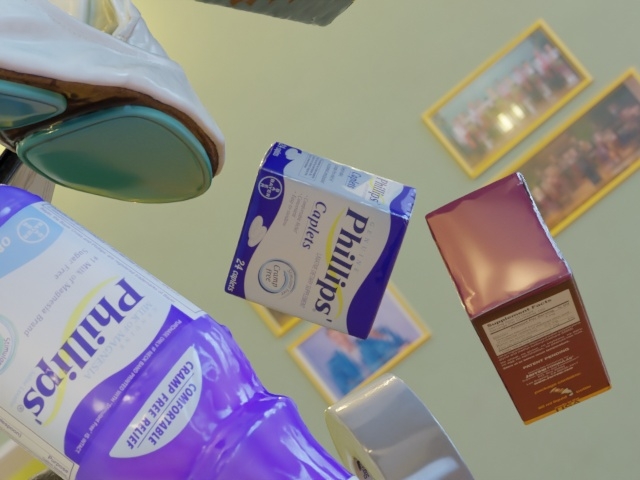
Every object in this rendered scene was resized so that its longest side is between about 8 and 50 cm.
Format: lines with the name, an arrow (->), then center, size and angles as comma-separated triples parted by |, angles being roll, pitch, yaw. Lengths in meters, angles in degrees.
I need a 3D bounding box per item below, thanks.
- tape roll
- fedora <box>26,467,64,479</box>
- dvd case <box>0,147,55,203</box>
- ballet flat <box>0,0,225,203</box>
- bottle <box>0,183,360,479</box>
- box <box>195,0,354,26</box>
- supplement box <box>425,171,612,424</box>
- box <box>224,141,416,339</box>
tape roll -> 0.089, 0.238, 1.203 | 0.072, 0.219, 0.219 | -29, -10, -10
fedora -> -0.299, 0.438, 1.596 | 0.334, 0.334, 0.152 | -40, -48, 12
dvd case -> -0.280, -0.009, 1.098 | 0.253, 0.022, 0.180 | -69, 3, -48
ballet flat -> -0.174, -0.118, 0.801 | 0.139, 0.139, 0.400 | -41, -21, 13
bottle -> -0.100, 0.085, 0.682 | 0.118, 0.283, 0.092 | -52, -14, -13
box -> 0.024, -0.450, 1.077 | 0.480, 0.297, 0.472 | -40, -7, 16
supplement box -> 0.156, 0.049, 0.975 | 0.080, 0.104, 0.188 | -25, -38, 7
box -> 0.000, 0.000, 1.110 | 0.072, 0.137, 0.126 | -70, -2, -67
